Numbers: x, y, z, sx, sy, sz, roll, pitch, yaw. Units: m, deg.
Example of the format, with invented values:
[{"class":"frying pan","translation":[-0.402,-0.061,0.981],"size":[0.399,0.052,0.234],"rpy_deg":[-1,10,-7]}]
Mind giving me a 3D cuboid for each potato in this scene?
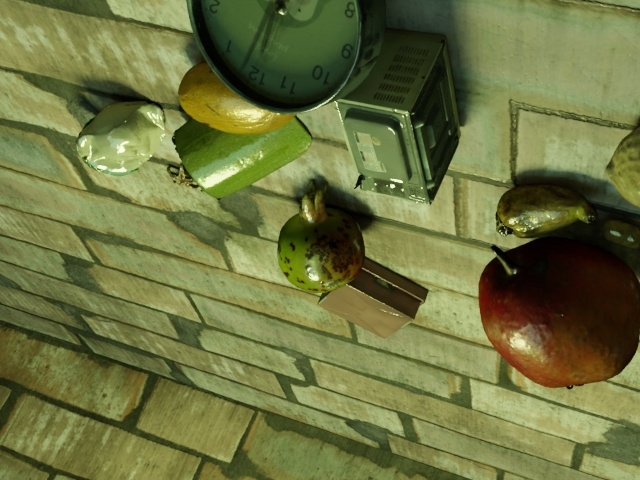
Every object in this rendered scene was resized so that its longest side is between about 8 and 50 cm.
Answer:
[{"class":"potato","translation":[0.545,-0.013,1.714],"size":[0.083,0.040,0.051],"rpy_deg":[24,143,-3]}]

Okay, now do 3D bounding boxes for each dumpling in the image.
[{"class":"dumpling","translation":[-0.414,-0.216,2.037],"size":[0.181,0.111,0.155],"rpy_deg":[-2,139,20]}]

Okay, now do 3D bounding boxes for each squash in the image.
[{"class":"squash","translation":[-0.150,-0.213,1.952],"size":[0.260,0.189,0.189],"rpy_deg":[-31,130,17]}]

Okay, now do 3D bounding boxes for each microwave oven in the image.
[{"class":"microwave oven","translation":[0.132,-0.193,1.551],"size":[0.145,0.194,0.240],"rpy_deg":[11,150,22]}]

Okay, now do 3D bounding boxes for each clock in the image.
[{"class":"clock","translation":[-0.058,-0.339,1.394],"size":[0.319,0.066,0.319],"rpy_deg":[17,124,27]}]

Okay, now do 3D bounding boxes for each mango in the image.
[{"class":"mango","translation":[-0.146,-0.260,1.754],"size":[0.262,0.109,0.157],"rpy_deg":[7,146,29]}]

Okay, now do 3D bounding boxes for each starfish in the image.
[{"class":"starfish","translation":[-0.313,-0.147,2.217],"size":[0.091,0.028,0.078],"rpy_deg":[-5,140,38]}]

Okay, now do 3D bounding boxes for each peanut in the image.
[{"class":"peanut","translation":[0.550,-0.120,1.387],"size":[0.159,0.143,0.291],"rpy_deg":[22,161,-15]}]

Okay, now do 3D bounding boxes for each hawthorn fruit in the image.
[{"class":"hawthorn fruit","translation":[0.423,0.107,1.767],"size":[0.369,0.285,0.285],"rpy_deg":[37,152,-28]}]

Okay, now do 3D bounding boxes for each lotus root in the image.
[{"class":"lotus root","translation":[0.405,-0.056,1.702],"size":[0.191,0.094,0.108],"rpy_deg":[-10,160,38]}]

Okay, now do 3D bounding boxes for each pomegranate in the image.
[{"class":"pomegranate","translation":[0.004,-0.009,2.068],"size":[0.198,0.246,0.198],"rpy_deg":[2,-174,0]}]

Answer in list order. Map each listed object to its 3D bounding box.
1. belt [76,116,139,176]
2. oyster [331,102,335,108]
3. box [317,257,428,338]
[{"class":"belt","translation":[-0.468,-0.204,2.128],"size":[0.151,0.121,0.079],"rpy_deg":[29,153,-12]},{"class":"oyster","translation":[0.053,-0.242,1.672],"size":[0.129,0.078,0.345],"rpy_deg":[33,165,34]},{"class":"box","translation":[0.118,0.139,2.328],"size":[0.215,0.086,0.215],"rpy_deg":[28,154,-8]}]
